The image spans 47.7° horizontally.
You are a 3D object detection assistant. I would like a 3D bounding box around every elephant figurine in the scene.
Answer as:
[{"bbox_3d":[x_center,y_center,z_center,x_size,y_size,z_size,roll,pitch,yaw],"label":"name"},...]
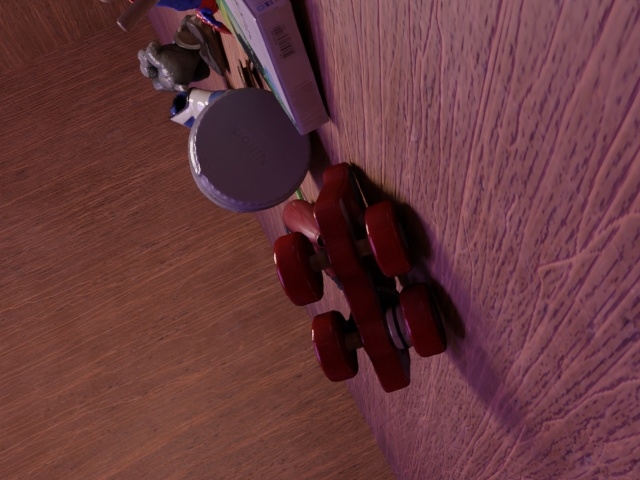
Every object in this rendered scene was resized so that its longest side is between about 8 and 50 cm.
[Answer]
[{"bbox_3d":[-0.374,-0.526,2.018,0.186,0.239,0.169,55,152,-14],"label":"elephant figurine"}]

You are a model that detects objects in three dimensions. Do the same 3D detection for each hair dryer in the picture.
[{"bbox_3d":[0.000,0.000,1.642,0.223,0.080,0.293,46,175,8],"label":"hair dryer"}]

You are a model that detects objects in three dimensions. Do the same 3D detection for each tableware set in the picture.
[{"bbox_3d":[-0.134,-0.302,1.573,0.128,0.039,0.194,-104,-3,-68],"label":"tableware set"}]

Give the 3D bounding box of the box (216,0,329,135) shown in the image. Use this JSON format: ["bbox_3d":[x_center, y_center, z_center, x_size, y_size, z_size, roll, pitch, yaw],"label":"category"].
[{"bbox_3d":[-0.101,-0.340,1.100,0.322,0.059,0.232,60,176,36],"label":"box"}]

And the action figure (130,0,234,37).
[{"bbox_3d":[-0.208,-0.429,1.306,0.139,0.091,0.280,26,-161,14],"label":"action figure"}]

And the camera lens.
[{"bbox_3d":[-0.135,-0.163,1.353,0.219,0.219,0.274,64,172,-5],"label":"camera lens"}]

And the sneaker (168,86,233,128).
[{"bbox_3d":[-0.338,-0.356,2.116,0.182,0.127,0.315,18,156,6],"label":"sneaker"}]

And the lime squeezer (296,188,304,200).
[{"bbox_3d":[-0.139,-0.203,1.726,0.310,0.110,0.059,32,149,6],"label":"lime squeezer"}]

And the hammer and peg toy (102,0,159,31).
[{"bbox_3d":[-0.295,-0.455,1.006,0.361,0.266,0.127,25,161,26],"label":"hammer and peg toy"}]

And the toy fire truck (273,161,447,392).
[{"bbox_3d":[0.068,0.050,1.050,0.254,0.169,0.302,-67,-45,-68],"label":"toy fire truck"}]

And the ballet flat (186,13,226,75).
[{"bbox_3d":[-0.279,-0.500,1.845,0.084,0.058,0.250,38,170,16],"label":"ballet flat"}]
